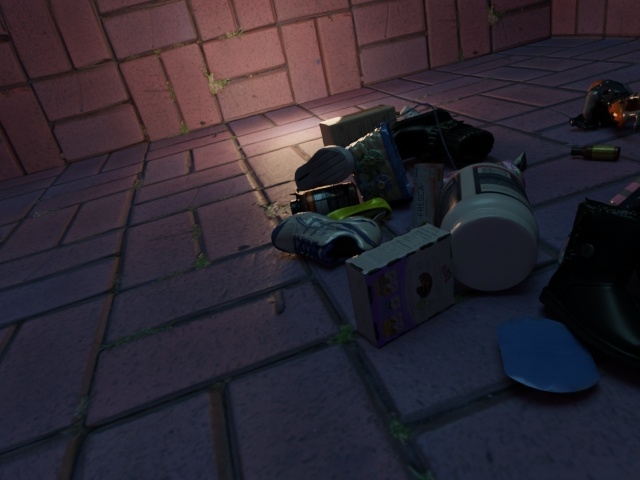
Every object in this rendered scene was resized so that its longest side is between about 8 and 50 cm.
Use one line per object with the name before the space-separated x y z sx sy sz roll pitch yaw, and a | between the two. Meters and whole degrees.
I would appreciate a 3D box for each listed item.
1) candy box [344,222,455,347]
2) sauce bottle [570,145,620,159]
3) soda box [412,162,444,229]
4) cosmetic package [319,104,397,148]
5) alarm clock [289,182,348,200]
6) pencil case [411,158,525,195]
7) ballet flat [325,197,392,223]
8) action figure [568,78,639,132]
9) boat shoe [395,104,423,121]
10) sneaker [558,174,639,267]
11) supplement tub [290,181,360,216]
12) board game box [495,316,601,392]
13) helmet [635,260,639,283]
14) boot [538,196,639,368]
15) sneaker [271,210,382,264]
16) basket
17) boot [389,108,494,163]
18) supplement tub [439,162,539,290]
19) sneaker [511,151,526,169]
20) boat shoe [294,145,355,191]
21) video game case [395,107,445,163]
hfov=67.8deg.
candy box | 0.156 0.081 0.896 0.196 0.165 0.070 -24 30 -22
sauce bottle | 0.822 -0.265 1.426 0.128 0.042 0.042 16 38 41
soda box | 0.266 -0.099 1.178 0.058 0.183 0.063 6 11 32
cosmetic package | 0.162 -0.450 1.971 0.296 0.153 0.129 -19 25 -16
alarm clock | 0.003 -0.152 1.544 0.192 0.064 0.129 -19 27 -8
pencil case | 0.390 -0.135 1.267 0.284 0.124 0.124 -12 26 3
ballet flat | 0.098 -0.057 1.310 0.231 0.077 0.077 -22 44 -22
action figure | 1.048 -0.471 1.597 0.341 0.178 0.330 -19 36 -7
boat shoe | 0.390 -0.556 2.138 0.277 0.096 0.098 6 31 33
sneaker | 0.556 -0.033 0.844 0.131 0.319 0.112 -32 70 -34
supplement tub | 0.013 -0.103 1.394 0.198 0.106 0.106 -12 26 2
board game box | 0.352 0.186 0.751 0.133 0.033 0.169 1 30 11
helmet | 0.617 0.046 0.768 0.161 0.169 0.169 -16 23 21
boot | 0.466 0.056 0.747 0.094 0.207 0.246 9 20 -16
sneaker | 0.000 0.000 1.190 0.296 0.112 0.131 -3 28 21
basket | 0.234 -0.234 1.409 0.289 0.255 0.201 -23 13 12
boot | 0.378 -0.323 1.615 0.348 0.131 0.260 -28 45 -11
supplement tub | 0.351 -0.036 1.013 0.191 0.191 0.272 -4 27 17
sneaker | 0.590 -0.233 1.459 0.058 0.052 0.135 5 31 40
boat shoe | 0.023 -0.214 1.400 0.094 0.109 0.302 -17 5 -29
video game case | 0.419 -0.400 1.791 0.196 0.026 0.274 -18 43 0
